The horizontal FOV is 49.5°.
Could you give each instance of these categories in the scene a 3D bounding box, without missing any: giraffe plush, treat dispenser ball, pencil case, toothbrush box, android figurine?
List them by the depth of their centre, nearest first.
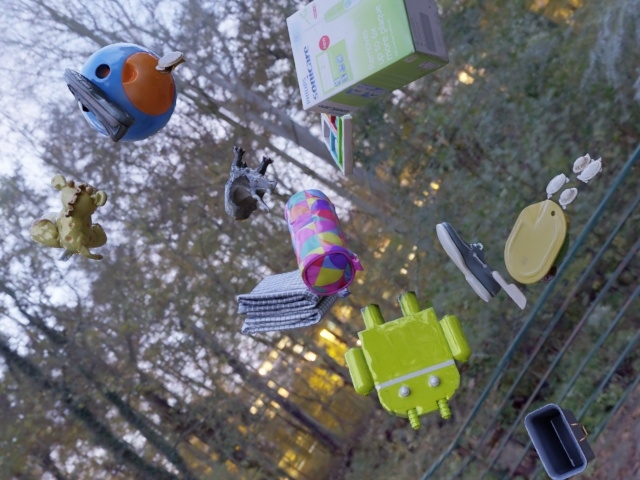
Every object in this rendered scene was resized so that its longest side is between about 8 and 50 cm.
[{"bbox_3d":[0.000,0.000,1.223,0.104,0.104,0.236,-61,27,24],"label":"pencil case"},{"bbox_3d":[0.085,-0.392,1.357,0.122,0.206,0.283,-1,-13,-46],"label":"toothbrush box"},{"bbox_3d":[0.180,0.242,1.406,0.248,0.273,0.056,-17,-28,2],"label":"android figurine"},{"bbox_3d":[-0.575,-0.065,1.627,0.210,0.181,0.170,48,124,61],"label":"giraffe plush"},{"bbox_3d":[-0.574,-0.438,2.063,0.288,0.288,0.288,-56,-8,-12],"label":"treat dispenser ball"}]

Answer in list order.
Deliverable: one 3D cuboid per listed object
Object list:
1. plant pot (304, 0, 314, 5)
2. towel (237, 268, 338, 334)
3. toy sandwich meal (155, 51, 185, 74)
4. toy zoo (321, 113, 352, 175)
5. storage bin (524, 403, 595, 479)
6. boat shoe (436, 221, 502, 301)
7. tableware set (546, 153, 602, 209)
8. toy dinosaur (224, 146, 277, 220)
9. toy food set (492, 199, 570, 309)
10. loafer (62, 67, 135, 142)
[{"bbox_3d":[0.114,-0.675,1.783,0.280,0.323,0.323,-46,-11,-18],"label":"plant pot"},{"bbox_3d":[-0.095,0.170,2.121,0.235,0.284,0.121,-51,-52,-62],"label":"towel"},{"bbox_3d":[-0.409,-0.487,1.905,0.085,0.085,0.029,-52,-43,-33],"label":"toy sandwich meal"},{"bbox_3d":[0.044,-0.355,2.148,0.293,0.030,0.192,-115,18,-51],"label":"toy zoo"},{"bbox_3d":[0.486,0.392,1.373,0.098,0.135,0.091,-39,-30,31],"label":"storage bin"},{"bbox_3d":[0.495,0.054,2.279,0.099,0.319,0.116,-38,14,-3],"label":"boat shoe"},{"bbox_3d":[0.662,-0.160,1.809,0.168,0.020,0.141,-47,17,22],"label":"tableware set"},{"bbox_3d":[-0.186,-0.114,1.645,0.313,0.121,0.160,-43,26,63],"label":"toy dinosaur"},{"bbox_3d":[0.452,0.023,1.431,0.071,0.128,0.218,7,-65,-32],"label":"toy food set"},{"bbox_3d":[-0.614,-0.366,1.865,0.084,0.267,0.096,-55,-20,11],"label":"loafer"}]
